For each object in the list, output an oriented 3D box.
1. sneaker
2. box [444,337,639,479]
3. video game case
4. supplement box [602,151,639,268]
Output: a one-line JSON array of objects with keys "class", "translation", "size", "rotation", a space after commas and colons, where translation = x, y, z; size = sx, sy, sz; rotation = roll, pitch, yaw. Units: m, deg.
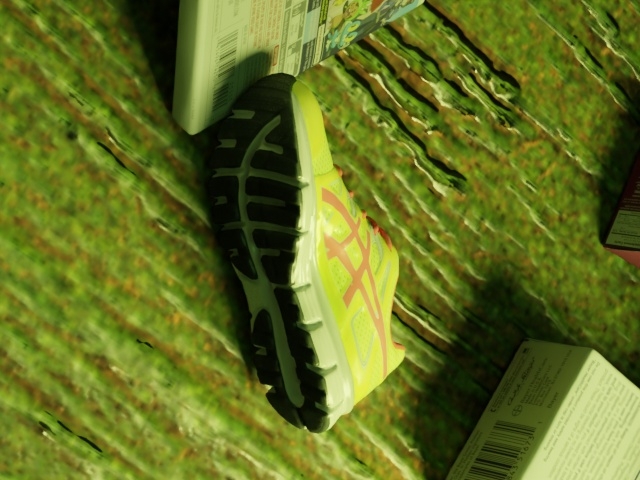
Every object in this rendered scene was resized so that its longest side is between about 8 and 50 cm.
[{"class": "sneaker", "translation": [0.000, 0.000, 1.133], "size": [0.094, 0.081, 0.208], "rotation": [-23, 113, -36]}, {"class": "box", "translation": [0.164, 0.152, 1.249], "size": [0.137, 0.072, 0.126], "rotation": [40, 72, -28]}, {"class": "video game case", "translation": [-0.001, -0.167, 1.070], "size": [0.183, 0.023, 0.201], "rotation": [-32, 152, -27]}, {"class": "supplement box", "translation": [0.232, -0.021, 1.297], "size": [0.055, 0.043, 0.083], "rotation": [29, 79, -33]}]
